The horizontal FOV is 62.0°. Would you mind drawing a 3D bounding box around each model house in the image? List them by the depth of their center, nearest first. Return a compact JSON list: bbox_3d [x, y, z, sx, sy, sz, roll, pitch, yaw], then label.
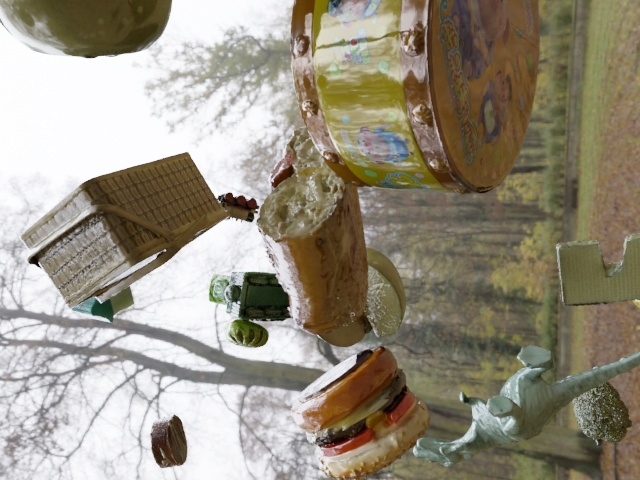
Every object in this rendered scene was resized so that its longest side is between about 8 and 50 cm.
[{"bbox_3d":[-0.593,0.149,1.425,0.149,0.101,0.126,-48,-40,-57],"label":"model house"}]

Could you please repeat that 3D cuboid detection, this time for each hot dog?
[{"bbox_3d":[0.000,0.000,1.112,0.367,0.196,0.365,-81,-21,-49],"label":"hot dog"}]

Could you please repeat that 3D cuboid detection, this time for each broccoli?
[{"bbox_3d":[0.627,0.381,1.185,0.120,0.131,0.130,-10,-38,-30],"label":"broccoli"}]

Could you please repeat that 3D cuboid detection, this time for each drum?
[{"bbox_3d":[0.164,-0.276,0.808,0.431,0.214,0.430,-14,-73,-51],"label":"drum"}]

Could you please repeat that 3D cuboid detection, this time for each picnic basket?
[{"bbox_3d":[-0.355,-0.018,1.008,0.175,0.228,0.313,58,-153,-5],"label":"picnic basket"}]

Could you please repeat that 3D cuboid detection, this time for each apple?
[{"bbox_3d":[0.094,0.155,1.553,0.257,0.295,0.233,56,-168,-31],"label":"apple"}]

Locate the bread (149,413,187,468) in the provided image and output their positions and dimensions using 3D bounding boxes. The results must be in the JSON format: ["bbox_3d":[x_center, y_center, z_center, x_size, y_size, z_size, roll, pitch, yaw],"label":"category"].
[{"bbox_3d":[-0.474,0.633,1.671,0.160,0.073,0.160,165,90,-89],"label":"bread"}]

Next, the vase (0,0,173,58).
[{"bbox_3d":[-0.366,-0.413,0.705,0.240,0.330,0.302,-66,-19,-60],"label":"vase"}]

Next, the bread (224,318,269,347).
[{"bbox_3d":[-0.214,0.267,1.514,0.130,0.139,0.071,23,-112,-34],"label":"bread"}]

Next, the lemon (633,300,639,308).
[{"bbox_3d":[0.803,0.085,1.222,0.231,0.193,0.192,-66,-30,-57],"label":"lemon"}]

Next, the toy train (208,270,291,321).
[{"bbox_3d":[-0.181,0.153,1.540,0.330,0.178,0.138,11,-93,-57],"label":"toy train"}]

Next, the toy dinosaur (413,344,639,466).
[{"bbox_3d":[0.240,0.150,0.557,0.129,0.383,0.076,28,-145,-45],"label":"toy dinosaur"}]

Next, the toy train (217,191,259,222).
[{"bbox_3d":[-0.254,-0.097,1.627,0.138,0.050,0.086,13,-96,-28],"label":"toy train"}]

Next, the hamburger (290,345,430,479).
[{"bbox_3d":[0.103,0.443,1.370,0.250,0.330,0.330,56,-158,7],"label":"hamburger"}]

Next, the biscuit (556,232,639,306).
[{"bbox_3d":[0.634,0.058,1.125,0.046,0.250,0.147,-50,-52,-63],"label":"biscuit"}]
